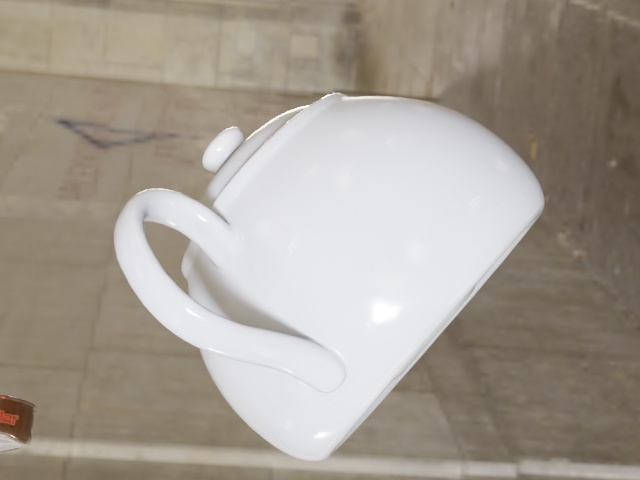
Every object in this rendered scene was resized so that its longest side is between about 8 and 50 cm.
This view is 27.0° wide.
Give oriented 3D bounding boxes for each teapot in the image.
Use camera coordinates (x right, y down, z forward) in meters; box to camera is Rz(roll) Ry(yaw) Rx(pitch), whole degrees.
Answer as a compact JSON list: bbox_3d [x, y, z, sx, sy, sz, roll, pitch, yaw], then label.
[{"bbox_3d":[0.000,0.000,0.826,0.252,0.187,0.256,-47,-7,-18],"label":"teapot"}]

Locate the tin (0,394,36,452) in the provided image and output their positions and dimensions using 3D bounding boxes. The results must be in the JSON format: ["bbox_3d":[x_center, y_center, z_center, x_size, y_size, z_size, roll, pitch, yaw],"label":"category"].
[{"bbox_3d":[-0.310,0.153,1.099,0.190,0.106,0.040,-17,68,46],"label":"tin"}]
